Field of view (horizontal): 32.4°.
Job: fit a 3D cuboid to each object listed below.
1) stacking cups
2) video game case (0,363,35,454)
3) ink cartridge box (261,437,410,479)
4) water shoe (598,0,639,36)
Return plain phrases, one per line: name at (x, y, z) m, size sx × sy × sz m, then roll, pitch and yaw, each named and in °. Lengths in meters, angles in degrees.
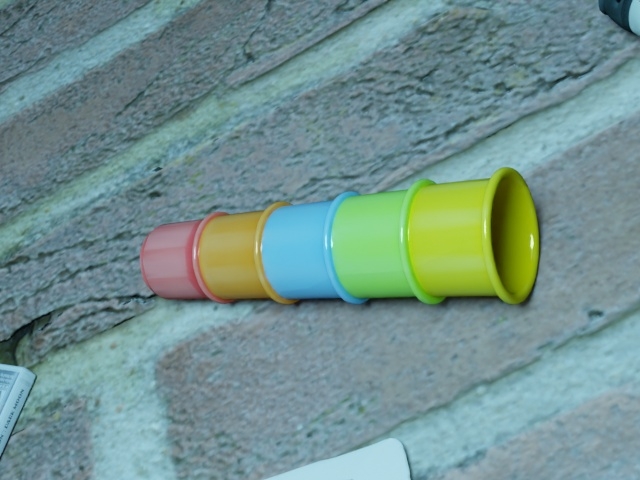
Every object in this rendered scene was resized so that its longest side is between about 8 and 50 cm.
stacking cups at (0.000, 0.000, 0.830) m, size 0.316 × 0.096 × 0.096 m, roll -1°, pitch 59°, yaw 32°
video game case at (-0.356, 0.184, 0.973) m, size 0.190 × 0.022 × 0.173 m, roll 3°, pitch 61°, yaw 33°
ink cartridge box at (-0.032, 0.278, 0.639) m, size 0.207 × 0.119 × 0.353 m, roll -23°, pitch 50°, yaw 18°
water shoe at (0.291, -0.241, 0.827) m, size 0.203 × 0.073 × 0.080 m, roll -44°, pitch 45°, yaw -3°
